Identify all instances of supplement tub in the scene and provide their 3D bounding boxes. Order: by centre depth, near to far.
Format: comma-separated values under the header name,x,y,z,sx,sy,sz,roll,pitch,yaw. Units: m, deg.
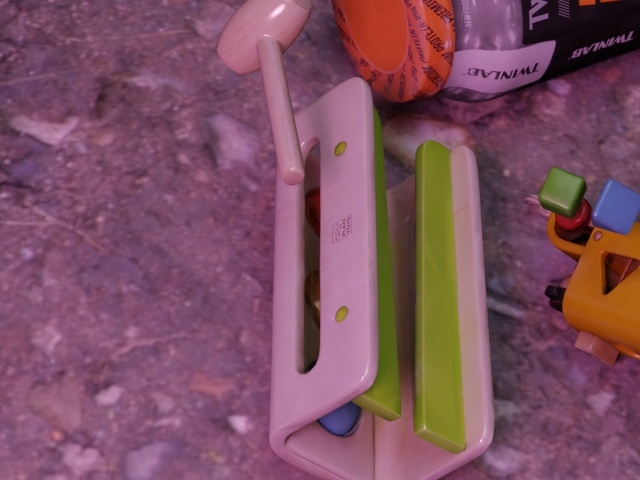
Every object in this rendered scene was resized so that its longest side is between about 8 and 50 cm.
name,x,y,z,sx,sy,sz,roll,pitch,yaw
supplement tub,0.178,-0.229,1.423,0.316,0.193,0.193,-21,59,-23

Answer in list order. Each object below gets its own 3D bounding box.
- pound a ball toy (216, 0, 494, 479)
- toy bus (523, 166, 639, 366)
name,x,y,z,sx,sy,sz,roll,pitch,yaw
pound a ball toy,0.000,0.000,1.231,0.208,0.135,0.319,29,43,-33
toy bus,0.227,0.040,1.274,0.191,0.202,0.104,26,83,2
